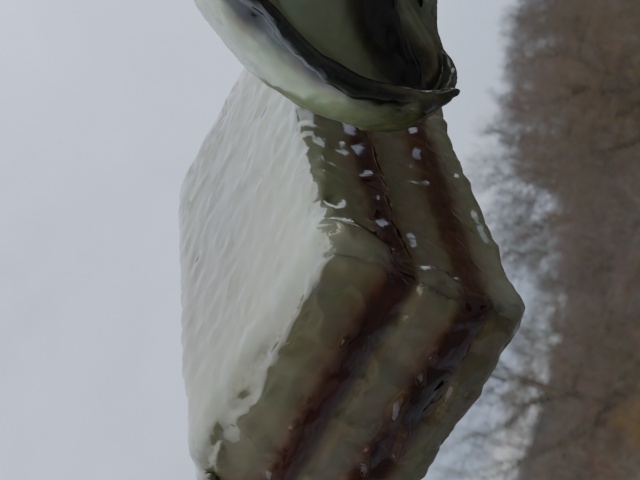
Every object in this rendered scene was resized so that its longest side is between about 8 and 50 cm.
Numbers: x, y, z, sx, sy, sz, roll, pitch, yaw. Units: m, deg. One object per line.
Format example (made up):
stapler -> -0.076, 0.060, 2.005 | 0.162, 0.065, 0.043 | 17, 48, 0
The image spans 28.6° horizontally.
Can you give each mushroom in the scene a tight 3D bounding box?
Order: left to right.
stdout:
mushroom -> 0.024, -0.217, 0.706 | 0.130, 0.247, 0.344 | -18, 61, 57

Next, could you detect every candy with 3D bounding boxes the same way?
candy -> 0.000, 0.000, 0.792 | 0.179, 0.135, 0.321 | -56, 26, 28
